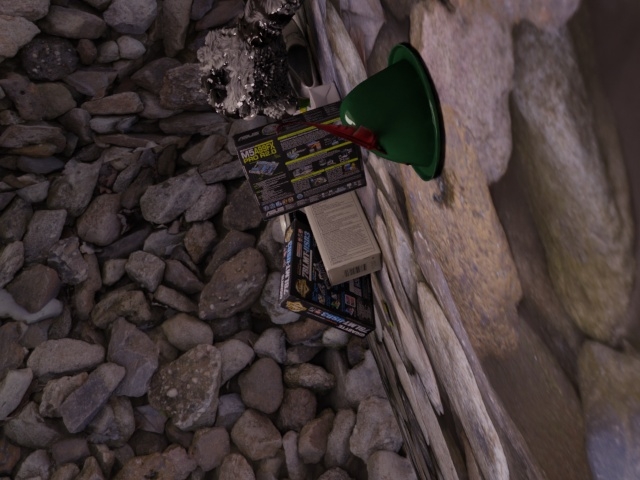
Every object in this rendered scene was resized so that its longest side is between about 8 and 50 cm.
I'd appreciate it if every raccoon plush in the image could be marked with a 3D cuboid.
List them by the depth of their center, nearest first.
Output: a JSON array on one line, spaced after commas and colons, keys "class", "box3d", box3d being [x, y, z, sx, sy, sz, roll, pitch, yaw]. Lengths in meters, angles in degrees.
[{"class": "raccoon plush", "box3d": [-0.094, -0.453, 1.183, 0.299, 0.447, 0.216, -21, -92, -52]}]

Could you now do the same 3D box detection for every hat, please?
[{"class": "hat", "box3d": [0.036, -0.143, 0.594, 0.208, 0.184, 0.172, 75, 176, -55]}]

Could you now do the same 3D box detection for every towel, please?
[{"class": "towel", "box3d": [0.216, 0.235, 1.515, 0.060, 0.010, 0.083, -132, 23, -83]}]

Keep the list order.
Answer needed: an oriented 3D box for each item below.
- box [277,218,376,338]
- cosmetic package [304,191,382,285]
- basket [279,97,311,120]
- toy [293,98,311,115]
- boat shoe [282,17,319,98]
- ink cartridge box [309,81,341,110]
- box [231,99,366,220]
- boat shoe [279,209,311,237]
[{"class": "box", "box3d": [0.023, 0.112, 1.388, 0.073, 0.294, 0.295, -47, 29, 37]}, {"class": "cosmetic package", "box3d": [0.052, -0.044, 1.356, 0.113, 0.160, 0.309, 74, 178, -59]}, {"class": "basket", "box3d": [-0.088, -0.439, 1.780, 0.227, 0.154, 0.204, 110, 136, -80]}, {"class": "toy", "box3d": [-0.011, -0.346, 1.465, 0.137, 0.056, 0.237, 33, 163, 34]}, {"class": "boat shoe", "box3d": [-0.075, -0.542, 1.304, 0.277, 0.098, 0.096, 62, 177, -4]}, {"class": "ink cartridge box", "box3d": [0.023, -0.294, 1.185, 0.198, 0.067, 0.115, 79, 172, -75]}, {"class": "box", "box3d": [-0.041, -0.181, 1.081, 0.060, 0.270, 0.216, -112, 4, -48]}, {"class": "boat shoe", "box3d": [0.000, 0.000, 1.715, 0.500, 0.156, 0.186, 45, -152, -52]}]
